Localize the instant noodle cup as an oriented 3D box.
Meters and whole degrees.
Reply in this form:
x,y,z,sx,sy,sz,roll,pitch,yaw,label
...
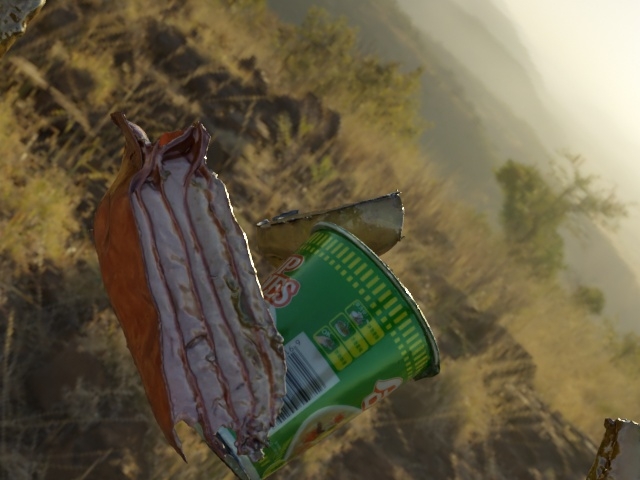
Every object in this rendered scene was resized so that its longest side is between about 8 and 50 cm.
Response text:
x,y,z,sx,sy,sz,roll,pitch,yaw,label
-0.026,0.129,1.022,0.207,0.233,0.207,45,-19,20,instant noodle cup

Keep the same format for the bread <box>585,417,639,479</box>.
x,y,z,sx,sy,sz,roll,pitch,yaw,label
0.239,0.248,0.663,0.185,0.380,0.109,21,-20,24,bread

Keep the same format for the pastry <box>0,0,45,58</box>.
x,y,z,sx,sy,sz,roll,pitch,yaw,label
-0.380,-0.275,1.071,0.182,0.192,0.093,44,1,38,pastry

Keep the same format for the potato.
x,y,z,sx,sy,sz,roll,pitch,yaw,label
0.000,0.000,1.414,0.138,0.243,0.098,-18,95,-42,potato

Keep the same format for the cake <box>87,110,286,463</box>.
x,y,z,sx,sy,sz,roll,pitch,yaw,label
-0.110,0.041,0.783,0.098,0.135,0.287,-13,83,-36,cake
